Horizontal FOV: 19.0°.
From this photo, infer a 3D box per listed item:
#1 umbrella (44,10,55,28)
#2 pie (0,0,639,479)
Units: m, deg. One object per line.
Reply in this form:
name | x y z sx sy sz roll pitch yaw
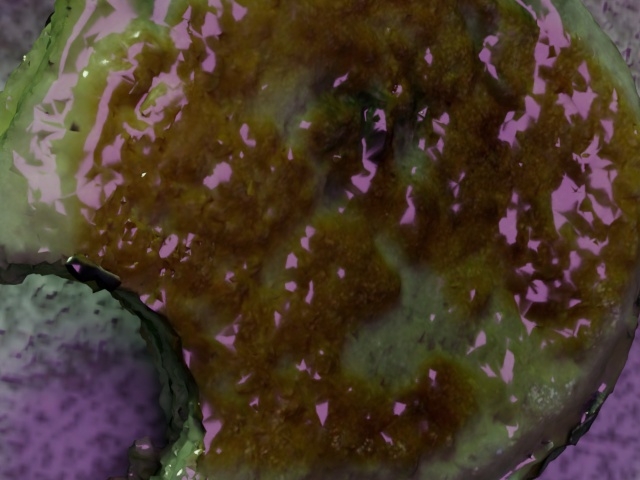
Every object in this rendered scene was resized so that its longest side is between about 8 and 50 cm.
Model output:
umbrella | -0.041 -0.068 0.785 0.149 0.022 0.022 16 113 -18
pie | 0.006 -0.004 0.741 0.303 0.067 0.302 -1 91 -30
